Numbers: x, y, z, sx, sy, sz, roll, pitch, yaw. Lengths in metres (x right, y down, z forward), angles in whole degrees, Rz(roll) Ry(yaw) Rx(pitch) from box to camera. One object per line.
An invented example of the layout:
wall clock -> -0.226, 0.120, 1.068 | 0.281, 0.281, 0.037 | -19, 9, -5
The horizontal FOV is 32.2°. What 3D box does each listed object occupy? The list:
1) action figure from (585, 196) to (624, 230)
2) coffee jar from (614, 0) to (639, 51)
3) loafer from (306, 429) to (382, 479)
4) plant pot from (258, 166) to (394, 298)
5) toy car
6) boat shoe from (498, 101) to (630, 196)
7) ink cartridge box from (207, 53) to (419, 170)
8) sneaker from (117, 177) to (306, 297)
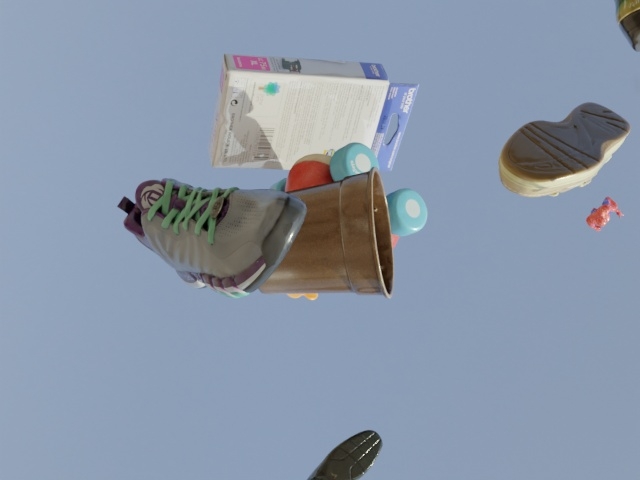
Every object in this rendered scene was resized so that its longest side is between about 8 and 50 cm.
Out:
action figure -> 0.339, -0.030, 1.330 | 0.038, 0.115, 0.030 | -38, -96, 19
coffee jar -> 0.363, -0.312, 1.259 | 0.096, 0.079, 0.184 | -22, -100, 16
loafer -> 0.023, 0.352, 1.699 | 0.170, 0.061, 0.062 | -39, -89, -12
plant pot -> 0.000, 0.000, 1.404 | 0.165, 0.167, 0.167 | -7, -104, 10
toy car -> 0.005, 0.007, 1.718 | 0.219, 0.210, 0.238 | -22, -147, 51
boat shoe -> 0.324, -0.105, 1.508 | 0.109, 0.302, 0.098 | 38, -53, 19
ink cartridge box -> -0.014, -0.200, 1.776 | 0.065, 0.311, 0.186 | -105, -157, -47
sneaker -> -0.095, -0.010, 0.850 | 0.223, 0.098, 0.083 | -15, -135, 63
